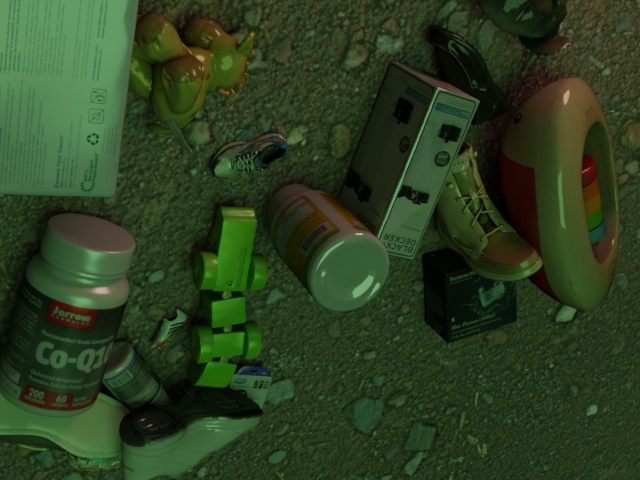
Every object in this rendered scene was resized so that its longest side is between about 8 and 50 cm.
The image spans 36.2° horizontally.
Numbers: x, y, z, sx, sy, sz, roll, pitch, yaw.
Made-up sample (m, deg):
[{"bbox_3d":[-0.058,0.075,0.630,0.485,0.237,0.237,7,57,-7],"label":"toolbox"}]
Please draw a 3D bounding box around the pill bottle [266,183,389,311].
[{"bbox_3d":[0.000,0.000,1.587,0.136,0.246,0.136,-11,120,-20],"label":"pill bottle"}]

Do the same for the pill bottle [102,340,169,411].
[{"bbox_3d":[-0.318,0.242,1.661,0.078,0.078,0.137,-35,125,-6],"label":"pill bottle"}]

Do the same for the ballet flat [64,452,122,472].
[{"bbox_3d":[-0.333,0.362,1.728,0.241,0.091,0.077,2,144,-22],"label":"ballet flat"}]

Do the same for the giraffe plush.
[{"bbox_3d":[-0.181,-0.258,1.435,0.170,0.181,0.210,-39,117,-29],"label":"giraffe plush"}]

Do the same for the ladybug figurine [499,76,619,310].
[{"bbox_3d":[0.430,-0.072,1.767,0.305,0.162,0.449,-44,127,-49],"label":"ladybug figurine"}]

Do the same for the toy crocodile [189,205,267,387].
[{"bbox_3d":[-0.165,0.101,1.659,0.115,0.105,0.341,-3,112,-25],"label":"toy crocodile"}]

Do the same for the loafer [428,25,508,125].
[{"bbox_3d":[0.244,-0.272,1.665,0.078,0.080,0.220,-44,125,0],"label":"loafer"}]

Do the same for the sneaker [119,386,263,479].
[{"bbox_3d":[-0.226,0.333,1.680,0.297,0.111,0.129,-8,122,-43],"label":"sneaker"}]

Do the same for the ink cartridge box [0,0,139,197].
[{"bbox_3d":[-0.409,-0.218,1.245,0.330,0.071,0.324,1,114,-27],"label":"ink cartridge box"}]

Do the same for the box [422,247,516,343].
[{"bbox_3d":[0.285,0.092,1.866,0.156,0.093,0.158,-16,120,-18],"label":"box"}]

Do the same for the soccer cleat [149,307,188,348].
[{"bbox_3d":[-0.264,0.150,1.673,0.083,0.029,0.035,-41,116,-5],"label":"soccer cleat"}]

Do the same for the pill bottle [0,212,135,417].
[{"bbox_3d":[-0.389,0.114,1.510,0.161,0.161,0.283,10,111,-29],"label":"pill bottle"}]

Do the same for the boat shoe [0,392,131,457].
[{"bbox_3d":[-0.448,0.292,1.609,0.305,0.091,0.109,17,72,-28],"label":"boat shoe"}]

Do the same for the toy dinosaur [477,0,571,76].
[{"bbox_3d":[0.335,-0.403,1.621,0.313,0.121,0.160,24,90,-37],"label":"toy dinosaur"}]

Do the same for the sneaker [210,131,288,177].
[{"bbox_3d":[-0.113,-0.135,1.579,0.135,0.058,0.052,-25,123,-11],"label":"sneaker"}]

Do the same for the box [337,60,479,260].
[{"bbox_3d":[0.136,-0.133,1.633,0.087,0.169,0.290,11,111,-30],"label":"box"}]

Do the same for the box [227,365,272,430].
[{"bbox_3d":[-0.142,0.286,1.801,0.081,0.028,0.136,9,109,-29],"label":"box"}]

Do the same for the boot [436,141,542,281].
[{"bbox_3d":[0.268,-0.057,1.680,0.095,0.262,0.203,-28,122,-13],"label":"boot"}]
